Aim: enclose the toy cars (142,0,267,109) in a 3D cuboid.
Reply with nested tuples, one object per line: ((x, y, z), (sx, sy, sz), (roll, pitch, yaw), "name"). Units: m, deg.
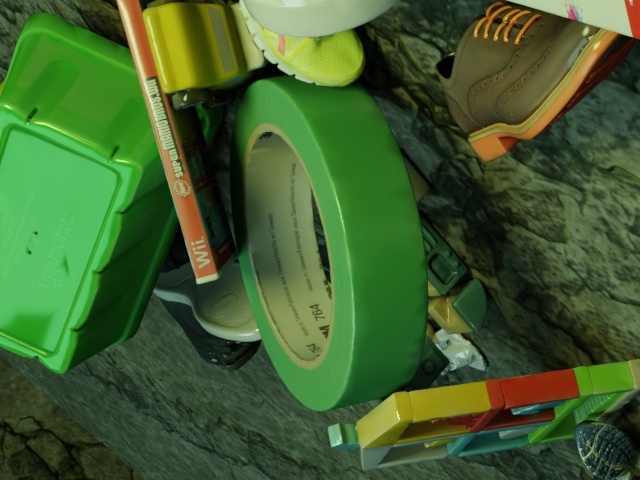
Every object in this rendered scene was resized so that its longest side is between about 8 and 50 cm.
((-0.132, -0.245, 1.370), (0.087, 0.176, 0.393), (-15, 141, 13), "toy cars")

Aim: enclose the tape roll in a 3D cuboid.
((0.000, 0.000, 1.458), (0.321, 0.077, 0.321), (169, 90, -69), "tape roll")

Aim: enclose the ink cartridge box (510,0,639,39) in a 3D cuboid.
((0.176, -0.214, 0.987), (0.231, 0.078, 0.134), (25, 152, 39), "ink cartridge box")

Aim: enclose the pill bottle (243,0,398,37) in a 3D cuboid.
((-0.037, -0.308, 1.035), (0.188, 0.188, 0.334), (25, 151, 38), "pill bottle")

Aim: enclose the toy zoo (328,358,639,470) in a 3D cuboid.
((0.152, 0.176, 1.500), (0.192, 0.293, 0.030), (113, 148, -66), "toy zoo")

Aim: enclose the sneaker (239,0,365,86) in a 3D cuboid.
((-0.026, -0.220, 1.317), (0.208, 0.081, 0.094), (51, 155, -15), "sneaker")

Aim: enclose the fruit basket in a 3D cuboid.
((-0.287, -0.081, 1.775), (0.283, 0.392, 0.392), (25, 157, 0), "fruit basket")

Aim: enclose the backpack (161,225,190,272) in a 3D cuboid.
((-0.195, -0.029, 1.929), (0.101, 0.098, 0.120), (-117, 2, -47), "backpack")

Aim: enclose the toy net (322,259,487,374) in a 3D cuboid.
((0.086, 0.103, 1.746), (0.232, 0.045, 0.122), (33, 155, 24), "toy net")

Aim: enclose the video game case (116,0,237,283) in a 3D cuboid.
((-0.139, -0.107, 1.509), (0.204, 0.025, 0.285), (-69, -36, -85), "video game case")

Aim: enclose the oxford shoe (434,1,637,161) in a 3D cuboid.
((0.151, -0.135, 1.145), (0.098, 0.097, 0.271), (50, 160, -2), "oxford shoe")

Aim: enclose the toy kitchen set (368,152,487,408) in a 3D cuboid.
((0.066, 0.047, 1.520), (0.207, 0.166, 0.122), (48, 158, -12), "toy kitchen set")

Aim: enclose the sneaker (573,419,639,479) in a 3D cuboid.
((0.292, 0.216, 1.559), (0.135, 0.052, 0.058), (36, 180, -38), "sneaker")

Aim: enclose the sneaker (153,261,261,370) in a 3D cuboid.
((-0.109, 0.110, 2.026), (0.147, 0.104, 0.296), (54, 162, -27), "sneaker")
